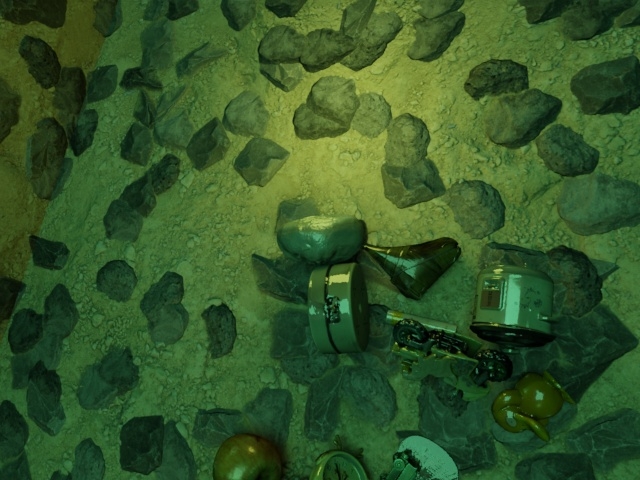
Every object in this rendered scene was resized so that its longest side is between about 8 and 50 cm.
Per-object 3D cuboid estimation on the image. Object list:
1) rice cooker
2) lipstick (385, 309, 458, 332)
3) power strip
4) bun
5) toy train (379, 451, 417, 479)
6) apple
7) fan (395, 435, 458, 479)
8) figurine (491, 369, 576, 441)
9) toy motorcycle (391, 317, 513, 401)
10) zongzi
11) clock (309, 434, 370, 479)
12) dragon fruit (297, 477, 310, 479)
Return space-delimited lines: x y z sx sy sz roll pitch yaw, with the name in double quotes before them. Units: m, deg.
"rice cooker" 0.650 0.237 1.447 0.316 0.264 0.317 -28 52 44
"lipstick" 0.384 0.320 1.622 0.263 0.059 0.059 10 80 21
"power strip" 0.070 0.252 1.584 0.161 0.357 0.358 -7 75 16
"bun" -0.001 -0.001 1.709 0.353 0.354 0.195 -4 98 18
"toy train" 0.276 0.845 1.518 0.099 0.070 0.172 34 90 15
"apple" -0.285 0.868 1.619 0.264 0.264 0.265 -5 76 18
"fan" 0.339 0.837 1.536 0.294 0.012 0.223 -32 69 10
"figurine" 0.696 0.544 1.413 0.215 0.215 0.228 33 74 23
"toy motorcycle" 0.443 0.422 1.497 0.409 0.168 0.237 19 121 20
"zongzi" 0.345 0.040 1.629 0.300 0.138 0.286 43 92 2
"clock" 0.066 0.857 1.496 0.234 0.308 0.096 34 129 -7
"dragon fruit" -0.065 1.006 1.519 0.291 0.250 0.269 -35 90 -22
